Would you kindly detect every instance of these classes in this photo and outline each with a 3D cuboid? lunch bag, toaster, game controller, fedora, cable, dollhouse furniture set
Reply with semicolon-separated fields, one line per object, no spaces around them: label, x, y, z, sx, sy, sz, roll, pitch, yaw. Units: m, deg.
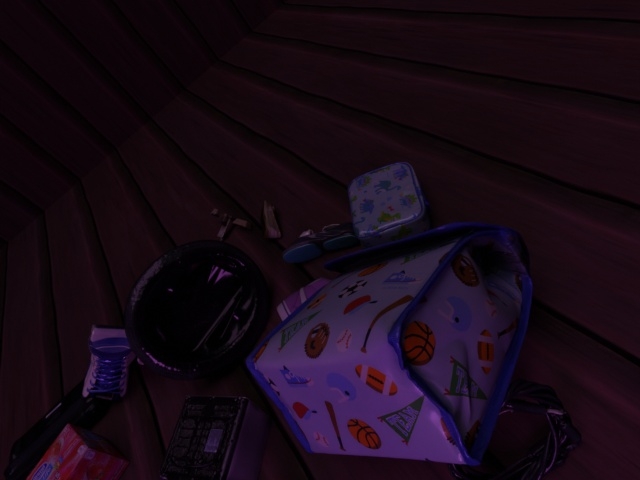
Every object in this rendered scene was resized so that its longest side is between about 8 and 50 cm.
lunch bag;0.128;0.123;0.713;0.328;0.238;0.385;-22;12;47
toaster;-0.202;0.401;0.854;0.168;0.110;0.185;-11;47;29
lunch bag;0.162;-0.078;1.036;0.176;0.090;0.218;-21;43;16
game controller;-0.700;0.496;1.182;0.319;0.067;0.166;-43;27;-6
fedora;-0.293;0.165;1.069;0.334;0.334;0.152;-56;11;-19
cable;0.257;0.277;0.613;0.185;0.150;0.047;-32;12;9
dollhouse furniture set;-0.275;-0.035;1.337;0.114;0.091;0.081;16;79;40

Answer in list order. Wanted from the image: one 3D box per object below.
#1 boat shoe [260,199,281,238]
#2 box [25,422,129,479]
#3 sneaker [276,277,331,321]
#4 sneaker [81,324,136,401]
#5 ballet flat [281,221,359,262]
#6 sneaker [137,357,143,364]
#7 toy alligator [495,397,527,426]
boat shoe;-0.145;-0.060;1.284;0.153;0.048;0.056;-106;28;-51
box;-0.568;0.559;0.967;0.128;0.122;0.256;11;61;41
sneaker;0.020;0.174;0.910;0.161;0.102;0.282;-36;41;-2
sneaker;-0.520;0.312;1.119;0.315;0.128;0.182;149;126;-60
ballet flat;0.000;0.000;1.104;0.203;0.074;0.074;-17;45;15
sneaker;-0.408;0.272;1.160;0.192;0.064;0.086;-23;43;26
toy alligator;0.232;0.295;0.685;0.190;0.056;0.051;-22;85;17
